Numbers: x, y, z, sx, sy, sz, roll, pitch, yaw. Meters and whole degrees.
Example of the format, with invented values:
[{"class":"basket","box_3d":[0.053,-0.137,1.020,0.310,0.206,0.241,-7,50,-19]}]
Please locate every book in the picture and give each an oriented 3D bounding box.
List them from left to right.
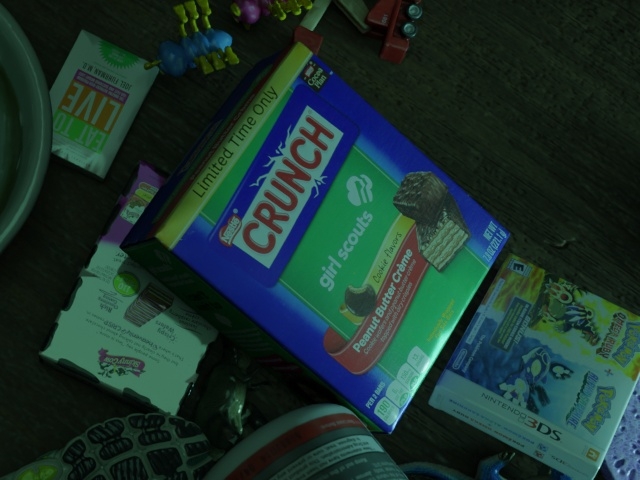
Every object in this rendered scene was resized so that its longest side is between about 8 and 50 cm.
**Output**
[{"class":"book","box_3d":[-0.251,-0.147,1.487,0.096,0.035,0.144,25,73,-7]}]

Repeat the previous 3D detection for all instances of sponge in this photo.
[{"class":"sponge","box_3d":[0.356,0.217,1.497,0.117,0.031,0.210,-25,82,-13]}]

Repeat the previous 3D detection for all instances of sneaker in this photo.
[{"class":"sneaker","box_3d":[-0.244,0.242,1.354,0.275,0.110,0.107,-17,91,-9]}]

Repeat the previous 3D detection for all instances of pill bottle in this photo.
[{"class":"pill bottle","box_3d":[0.049,0.345,1.243,0.210,0.210,0.363,-33,61,-15]}]

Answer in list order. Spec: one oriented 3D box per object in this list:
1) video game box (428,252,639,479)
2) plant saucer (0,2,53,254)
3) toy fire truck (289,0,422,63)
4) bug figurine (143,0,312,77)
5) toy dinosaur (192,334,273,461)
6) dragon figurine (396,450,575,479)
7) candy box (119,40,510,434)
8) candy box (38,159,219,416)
[{"class":"video game box","box_3d":[0.241,0.133,1.441,0.187,0.048,0.205,28,55,8]},{"class":"plant saucer","box_3d":[-0.479,-0.107,1.403,0.400,0.100,0.401,2,77,-8]},{"class":"toy fire truck","box_3d":[0.047,-0.267,1.551,0.135,0.047,0.192,17,74,-4]},{"class":"bug figurine","box_3d":[-0.134,-0.308,1.519,0.216,0.072,0.279,-19,76,-19]},{"class":"toy dinosaur","box_3d":[-0.091,0.202,1.417,0.118,0.064,0.268,24,78,6]},{"class":"dragon figurine","box_3d":[0.213,0.298,1.427,0.289,0.085,0.144,2,76,-10]},{"class":"candy box","box_3d":[0.000,0.000,1.388,0.317,0.122,0.268,40,66,-15]},{"class":"candy box","box_3d":[-0.175,0.056,1.428,0.159,0.071,0.233,27,74,-4]}]
